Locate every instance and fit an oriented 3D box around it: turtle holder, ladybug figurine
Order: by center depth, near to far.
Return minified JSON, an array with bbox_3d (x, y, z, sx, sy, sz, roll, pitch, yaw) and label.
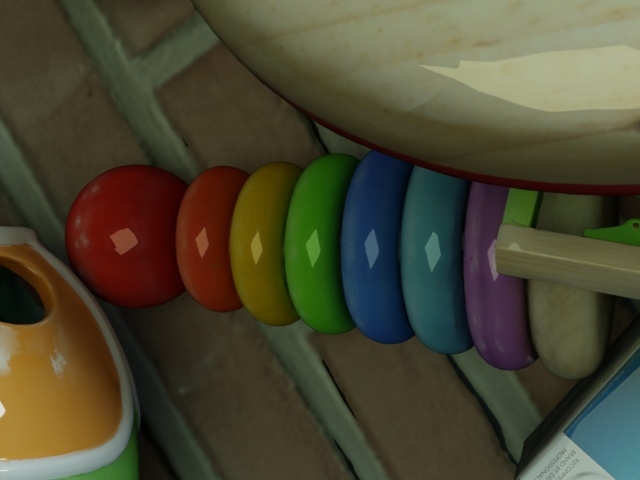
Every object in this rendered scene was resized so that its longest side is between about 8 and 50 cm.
[{"bbox_3d":[0.151,-0.145,0.555,0.449,0.162,0.305,-4,60,8],"label":"ladybug figurine"},{"bbox_3d":[-0.239,0.111,0.770,0.243,0.320,0.227,-3,87,-18],"label":"turtle holder"}]

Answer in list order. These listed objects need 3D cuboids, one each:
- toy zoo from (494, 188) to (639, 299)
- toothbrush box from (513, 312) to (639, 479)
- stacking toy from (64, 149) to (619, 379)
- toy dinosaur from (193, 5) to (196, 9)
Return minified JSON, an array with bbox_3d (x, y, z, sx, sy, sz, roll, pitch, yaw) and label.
[{"bbox_3d":[0.211,-0.099,0.633,0.192,0.030,0.293,11,64,15],"label":"toy zoo"},{"bbox_3d":[0.283,0.143,0.670,0.295,0.126,0.216,40,102,8],"label":"toothbrush box"},{"bbox_3d":[0.000,0.000,0.733,0.330,0.141,0.141,2,96,18],"label":"stacking toy"},{"bbox_3d":[-0.082,-0.209,0.763,0.112,0.064,0.211,-25,113,14],"label":"toy dinosaur"}]
